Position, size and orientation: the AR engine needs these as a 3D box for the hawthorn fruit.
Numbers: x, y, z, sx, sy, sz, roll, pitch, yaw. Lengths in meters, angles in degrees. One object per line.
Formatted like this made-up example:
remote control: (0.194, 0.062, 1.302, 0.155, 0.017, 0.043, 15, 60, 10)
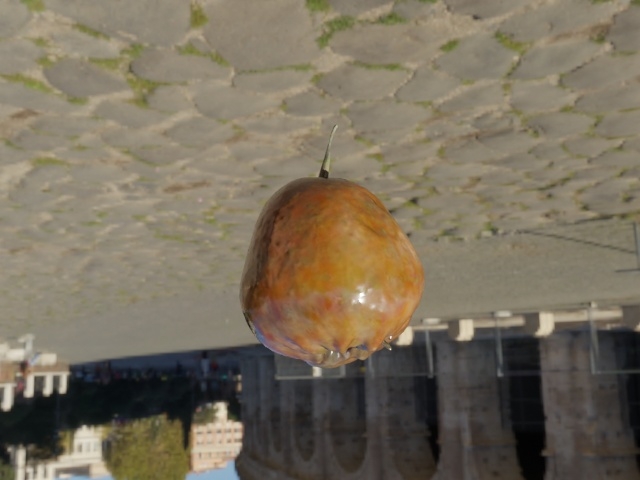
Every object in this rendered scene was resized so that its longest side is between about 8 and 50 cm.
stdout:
hawthorn fruit: (-0.002, 0.018, 0.614, 0.149, 0.189, 0.149, -17, 137, -16)
